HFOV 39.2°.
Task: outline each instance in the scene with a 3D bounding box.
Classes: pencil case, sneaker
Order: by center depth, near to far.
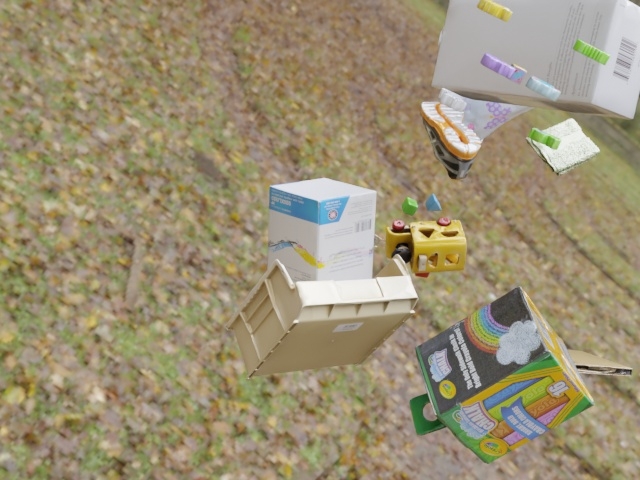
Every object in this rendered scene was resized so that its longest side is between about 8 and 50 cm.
[{"bbox_3d":[0.234,-0.194,1.684,0.084,0.083,0.215,-1,37,-9],"label":"sneaker"},{"bbox_3d":[0.402,-0.313,2.015,0.113,0.273,0.124,2,59,-63],"label":"pencil case"}]

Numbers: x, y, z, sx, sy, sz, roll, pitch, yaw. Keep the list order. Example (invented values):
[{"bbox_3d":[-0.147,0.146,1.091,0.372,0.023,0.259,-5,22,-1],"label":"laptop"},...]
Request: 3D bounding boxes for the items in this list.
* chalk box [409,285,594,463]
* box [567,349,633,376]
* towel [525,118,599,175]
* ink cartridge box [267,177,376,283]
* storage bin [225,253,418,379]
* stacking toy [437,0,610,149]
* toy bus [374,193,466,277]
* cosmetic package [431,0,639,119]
[{"bbox_3d":[0.293,0.255,1.590,0.179,0.289,0.180,45,20,-32],"label":"chalk box"},{"bbox_3d":[0.603,0.283,2.113,0.164,0.021,0.201,6,2,-19],"label":"box"},{"bbox_3d":[0.511,-0.198,1.889,0.148,0.027,0.110,-23,67,-30],"label":"towel"},{"bbox_3d":[0.000,0.000,1.943,0.171,0.232,0.168,-12,21,-41],"label":"ink cartridge box"},{"bbox_3d":[0.004,0.136,1.659,0.262,0.260,0.123,-1,57,-32],"label":"storage bin"},{"bbox_3d":[0.306,-0.249,1.368,0.221,0.167,0.052,22,21,-8],"label":"stacking toy"},{"bbox_3d":[0.219,0.020,1.953,0.191,0.202,0.104,35,26,-28],"label":"toy bus"},{"bbox_3d":[0.404,-0.350,1.676,0.155,0.197,0.365,7,8,-43],"label":"cosmetic package"}]
